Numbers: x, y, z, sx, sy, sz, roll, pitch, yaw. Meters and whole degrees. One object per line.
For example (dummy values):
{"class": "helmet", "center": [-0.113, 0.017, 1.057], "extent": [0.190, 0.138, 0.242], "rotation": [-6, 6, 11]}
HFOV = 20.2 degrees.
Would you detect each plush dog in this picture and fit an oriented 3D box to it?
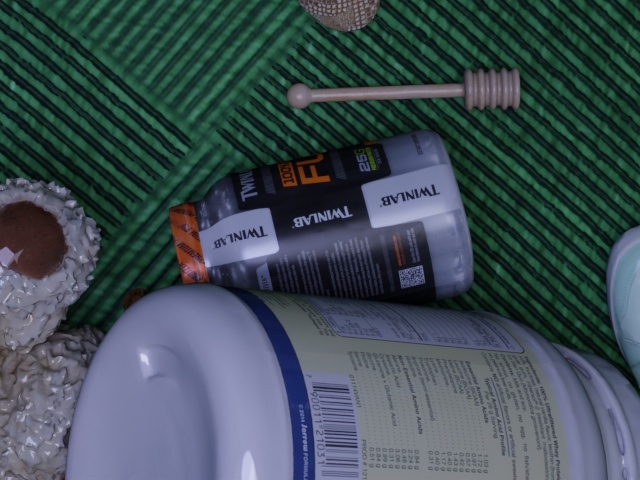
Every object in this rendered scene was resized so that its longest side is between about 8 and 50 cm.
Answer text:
{"class": "plush dog", "center": [-0.212, 0.104, 1.199], "extent": [0.225, 0.210, 0.262], "rotation": [37, 79, -26]}

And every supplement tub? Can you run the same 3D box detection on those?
{"class": "supplement tub", "center": [0.000, 0.000, 1.212], "extent": [0.190, 0.117, 0.117], "rotation": [-13, 99, -2]}
{"class": "supplement tub", "center": [0.029, 0.154, 1.133], "extent": [0.325, 0.235, 0.235], "rotation": [7, 99, -33]}

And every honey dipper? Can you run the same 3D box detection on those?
{"class": "honey dipper", "center": [0.057, -0.104, 1.245], "extent": [0.161, 0.030, 0.030], "rotation": [-1, 99, 0]}

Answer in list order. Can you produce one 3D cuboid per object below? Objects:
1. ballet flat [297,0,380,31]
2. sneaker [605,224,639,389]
{"class": "ballet flat", "center": [-0.012, -0.235, 1.199], "extent": [0.073, 0.067, 0.206], "rotation": [-23, 100, -1]}
{"class": "sneaker", "center": [0.276, 0.112, 1.230], "extent": [0.094, 0.151, 0.256], "rotation": [-22, 98, 2]}
